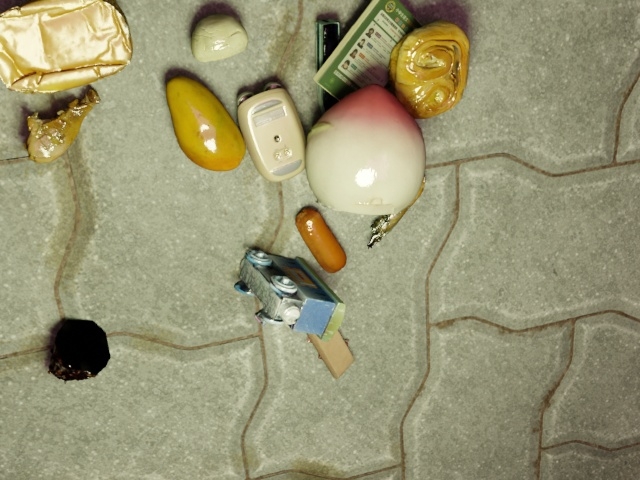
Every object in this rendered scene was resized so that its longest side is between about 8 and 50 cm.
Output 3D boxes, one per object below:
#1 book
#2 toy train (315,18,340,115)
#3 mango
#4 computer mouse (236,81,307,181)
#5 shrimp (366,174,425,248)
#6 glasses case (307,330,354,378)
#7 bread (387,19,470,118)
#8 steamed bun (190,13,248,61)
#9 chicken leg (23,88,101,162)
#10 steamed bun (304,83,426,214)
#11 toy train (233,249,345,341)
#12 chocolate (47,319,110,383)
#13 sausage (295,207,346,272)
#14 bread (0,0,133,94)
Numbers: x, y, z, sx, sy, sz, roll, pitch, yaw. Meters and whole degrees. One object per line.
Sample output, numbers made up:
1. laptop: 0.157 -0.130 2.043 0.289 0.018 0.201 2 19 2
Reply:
1. book: 0.126 -0.438 1.810 0.264 0.027 0.202 -52 137 9
2. toy train: 0.015 -0.397 1.820 0.055 0.048 0.252 -20 125 -32
3. mango: -0.273 -0.262 1.750 0.138 0.113 0.253 -33 115 2
4. computer mouse: -0.113 -0.256 1.821 0.145 0.082 0.237 -24 117 -6
5. shrimp: 0.149 -0.117 1.991 0.198 0.051 0.262 32 98 -20
6. glasses case: 0.022 0.278 2.119 0.102 0.070 0.194 -44 120 -27
7. bread: 0.264 -0.411 1.825 0.198 0.120 0.236 -20 132 -20
8. steamed bun: -0.227 -0.451 1.681 0.129 0.112 0.091 -13 118 -4
9. chicken leg: -0.574 -0.262 1.680 0.101 0.085 0.207 44 86 -14
10. steamed bun: 0.110 -0.223 1.775 0.309 0.309 0.309 -7 115 -15
11. toy train: -0.083 0.124 1.884 0.201 0.300 0.131 12 109 -31
12. chocolate: -0.622 0.293 1.898 0.156 0.156 0.133 35 127 -27
13. sausage: 0.000 0.000 1.976 0.076 0.076 0.198 -33 117 -1
14. bread: -0.543 -0.420 1.577 0.288 0.156 0.204 -25 126 -9
